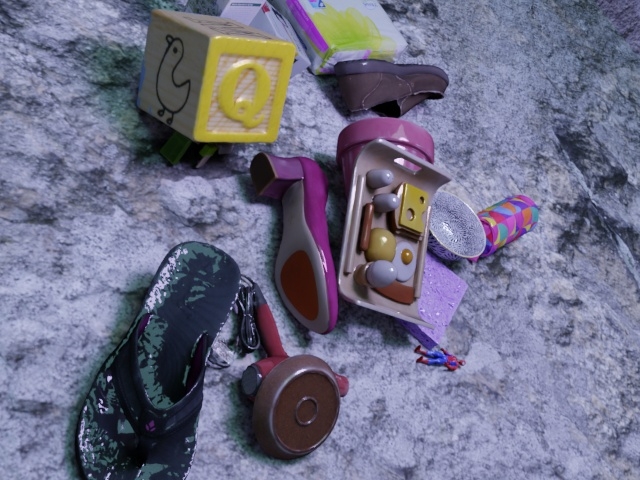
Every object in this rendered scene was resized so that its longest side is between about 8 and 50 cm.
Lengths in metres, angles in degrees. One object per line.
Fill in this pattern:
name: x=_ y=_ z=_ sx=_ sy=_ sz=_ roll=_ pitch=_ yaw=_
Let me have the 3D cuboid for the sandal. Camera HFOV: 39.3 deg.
sandal: x=-0.225 y=0.171 z=1.276 sx=0.168 sy=0.107 sz=0.445 roll=19 pitch=54 yaw=-8

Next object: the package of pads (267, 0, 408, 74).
package of pads: x=0.050 y=-0.503 z=2.110 sx=0.296 sy=0.101 sz=0.229 roll=-17 pitch=69 yaw=-46

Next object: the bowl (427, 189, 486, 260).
bowl: x=0.260 y=-0.016 z=1.899 sx=0.170 sy=0.080 sz=0.170 roll=22 pitch=46 yaw=-24

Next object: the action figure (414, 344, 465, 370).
action figure: x=0.233 y=0.226 z=1.718 sx=0.115 sy=0.030 sz=0.038 roll=17 pitch=43 yaw=-33

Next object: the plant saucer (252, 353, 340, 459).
plant saucer: x=-0.028 y=0.261 z=1.387 sx=0.168 sy=0.029 sz=0.168 roll=-6 pitch=100 yaw=-38

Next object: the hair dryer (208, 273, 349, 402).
hair dryer: x=-0.073 y=0.170 z=1.461 sx=0.293 sy=0.080 sz=0.223 roll=40 pitch=41 yaw=-7

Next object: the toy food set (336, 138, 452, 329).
toy food set: x=0.151 y=-0.007 z=1.642 sx=0.220 sy=0.092 sz=0.306 roll=20 pitch=74 yaw=-40

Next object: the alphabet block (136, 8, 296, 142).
alphabet block: x=-0.189 y=-0.293 z=1.609 sx=0.193 sy=0.192 sz=0.197 roll=-7 pitch=27 yaw=-42

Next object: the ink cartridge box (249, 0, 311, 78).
ink cartridge box: x=-0.106 y=-0.428 z=1.881 sx=0.127 sy=0.072 sz=0.175 roll=64 pitch=16 yaw=20

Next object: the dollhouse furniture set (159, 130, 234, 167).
dollhouse furniture set: x=-0.229 y=-0.174 z=1.660 sx=0.076 sy=0.058 sz=0.152 roll=44 pitch=20 yaw=9

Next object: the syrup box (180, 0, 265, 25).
syrup box: x=-0.192 y=-0.457 z=1.759 sx=0.096 sy=0.237 sz=0.093 roll=-12 pitch=65 yaw=-45

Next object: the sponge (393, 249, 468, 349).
sponge: x=0.218 y=0.114 z=1.793 sx=0.117 sy=0.031 sz=0.210 roll=43 pitch=40 yaw=-4

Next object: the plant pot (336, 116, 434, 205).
plant pot: x=0.127 y=-0.121 z=1.803 sx=0.201 sy=0.201 sz=0.180 roll=20 pitch=61 yaw=-28

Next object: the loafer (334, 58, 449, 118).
loafer: x=0.163 y=-0.344 z=2.082 sx=0.366 sy=0.134 sz=0.130 roll=-6 pitch=98 yaw=-45

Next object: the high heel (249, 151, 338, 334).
high heel: x=0.000 y=0.000 z=1.640 sx=0.181 sy=0.127 sz=0.377 roll=9 pitch=56 yaw=-44

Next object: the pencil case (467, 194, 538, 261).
pencil case: x=0.403 y=-0.033 z=2.028 sx=0.236 sy=0.104 sz=0.104 roll=-23 pitch=74 yaw=-46
